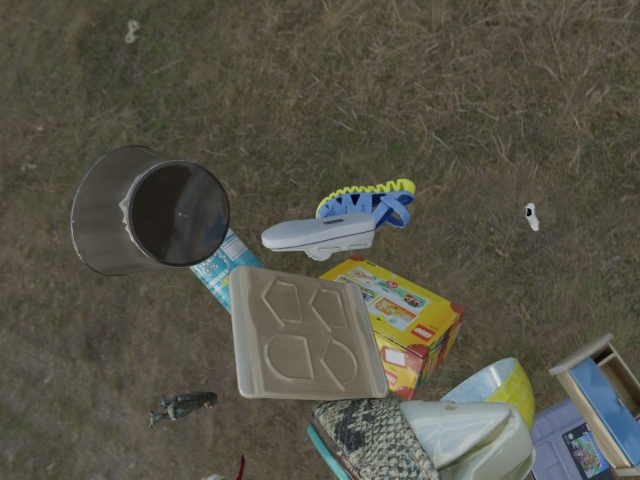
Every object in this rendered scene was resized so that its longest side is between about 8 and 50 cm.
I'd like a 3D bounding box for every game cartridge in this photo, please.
[{"bbox_3d":[0.759,0.692,1.566,0.230,0.068,0.355,-25,88,-1],"label":"game cartridge"}]

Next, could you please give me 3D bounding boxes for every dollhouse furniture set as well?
[{"bbox_3d":[0.587,0.211,0.804,0.286,0.303,0.198,-23,73,-25],"label":"dollhouse furniture set"}]

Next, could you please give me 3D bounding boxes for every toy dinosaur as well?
[{"bbox_3d":[-0.333,0.391,1.203,0.118,0.268,0.064,-14,81,8],"label":"toy dinosaur"}]

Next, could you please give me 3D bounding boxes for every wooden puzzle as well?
[{"bbox_3d":[-0.038,0.222,1.179,0.081,0.347,0.322,-56,36,40],"label":"wooden puzzle"}]

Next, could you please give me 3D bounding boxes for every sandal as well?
[{"bbox_3d":[0.144,-0.090,1.544,0.316,0.126,0.138,-12,64,2],"label":"sandal"}]

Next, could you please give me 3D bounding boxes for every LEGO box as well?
[{"bbox_3d":[0.213,0.287,1.859,0.499,0.372,0.193,27,124,28],"label":"LEGO box"}]

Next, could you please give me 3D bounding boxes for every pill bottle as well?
[{"bbox_3d":[-0.246,0.065,1.324,0.146,0.146,0.264,-41,93,10],"label":"pill bottle"}]

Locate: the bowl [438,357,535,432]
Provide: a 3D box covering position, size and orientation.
[{"bbox_3d":[0.320,0.381,1.011,0.289,0.289,0.156,-40,77,11],"label":"bowl"}]

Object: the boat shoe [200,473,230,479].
[{"bbox_3d":[-0.329,0.934,1.741,0.103,0.113,0.303,-6,98,41],"label":"boat shoe"}]

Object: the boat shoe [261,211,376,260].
[{"bbox_3d":[0.000,0.000,1.143,0.096,0.267,0.088,37,134,54],"label":"boat shoe"}]

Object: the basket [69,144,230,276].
[{"bbox_3d":[-0.227,-0.037,0.685,0.226,0.154,0.205,8,76,54],"label":"basket"}]

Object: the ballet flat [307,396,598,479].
[{"bbox_3d":[0.139,0.234,0.382,0.182,0.164,0.483,-46,25,0],"label":"ballet flat"}]

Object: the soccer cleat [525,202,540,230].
[{"bbox_3d":[0.587,-0.063,1.422,0.029,0.035,0.084,6,117,53],"label":"soccer cleat"}]

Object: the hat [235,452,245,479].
[{"bbox_3d":[-0.186,0.668,1.193,0.172,0.183,0.209,25,102,10],"label":"hat"}]

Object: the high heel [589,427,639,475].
[{"bbox_3d":[0.756,0.475,1.148,0.186,0.261,0.093,1,96,-10],"label":"high heel"}]
